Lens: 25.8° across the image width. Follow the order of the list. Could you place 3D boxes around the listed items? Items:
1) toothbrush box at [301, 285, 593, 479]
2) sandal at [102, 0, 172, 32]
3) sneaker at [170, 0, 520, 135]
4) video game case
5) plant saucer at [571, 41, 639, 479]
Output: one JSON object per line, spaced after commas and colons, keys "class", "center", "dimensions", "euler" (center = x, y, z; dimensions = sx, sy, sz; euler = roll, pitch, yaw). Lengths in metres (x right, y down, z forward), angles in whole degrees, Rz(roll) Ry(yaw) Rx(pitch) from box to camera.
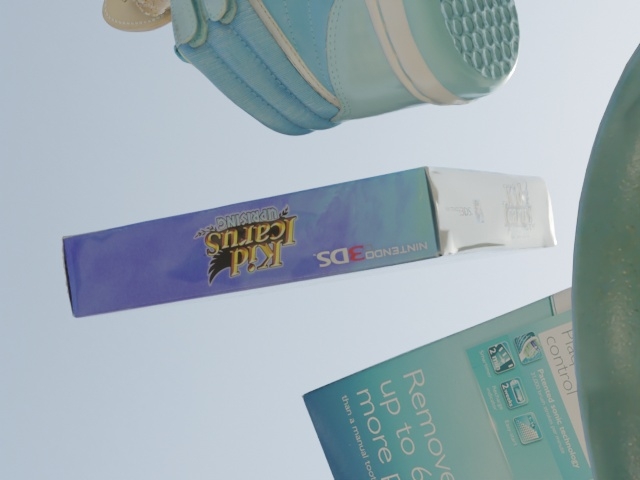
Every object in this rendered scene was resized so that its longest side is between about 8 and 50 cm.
{"class": "toothbrush box", "center": [0.158, 0.136, 0.803], "dimensions": [0.126, 0.295, 0.216], "euler": [-15, -98, -46]}
{"class": "sandal", "center": [-0.124, -0.233, 1.159], "dimensions": [0.079, 0.240, 0.088], "euler": [26, -108, -46]}
{"class": "sneaker", "center": [-0.026, -0.209, 0.812], "dimensions": [0.127, 0.208, 0.319], "euler": [-11, -95, -51]}
{"class": "video game case", "center": [0.000, 0.000, 0.981], "dimensions": [0.270, 0.244, 0.061], "euler": [-10, -92, 25]}
{"class": "plant saucer", "center": [0.167, 0.073, 0.334], "dimensions": [0.044, 0.317, 0.317], "euler": [-15, -68, -20]}
